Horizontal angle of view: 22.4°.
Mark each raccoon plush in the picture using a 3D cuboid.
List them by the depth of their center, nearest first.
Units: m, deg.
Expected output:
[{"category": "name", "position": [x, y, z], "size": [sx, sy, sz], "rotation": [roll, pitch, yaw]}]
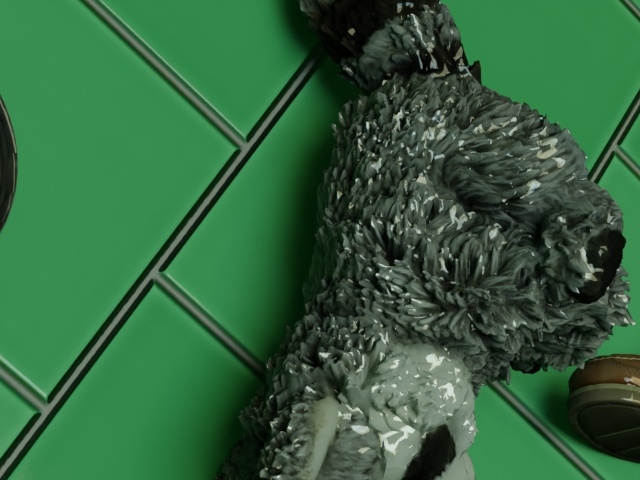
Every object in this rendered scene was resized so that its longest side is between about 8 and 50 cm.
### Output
[{"category": "raccoon plush", "position": [0.000, 0.000, 1.134], "size": [0.299, 0.216, 0.446], "rotation": [-26, 62, -20]}]

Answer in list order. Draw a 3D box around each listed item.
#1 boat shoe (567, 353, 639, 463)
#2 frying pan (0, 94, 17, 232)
[{"category": "boat shoe", "position": [0.311, 0.126, 1.293], "size": [0.307, 0.111, 0.104], "rotation": [20, 64, -36]}, {"category": "frying pan", "position": [-0.333, -0.024, 0.969], "size": [0.326, 0.053, 0.197], "rotation": [-32, 94, -31]}]
